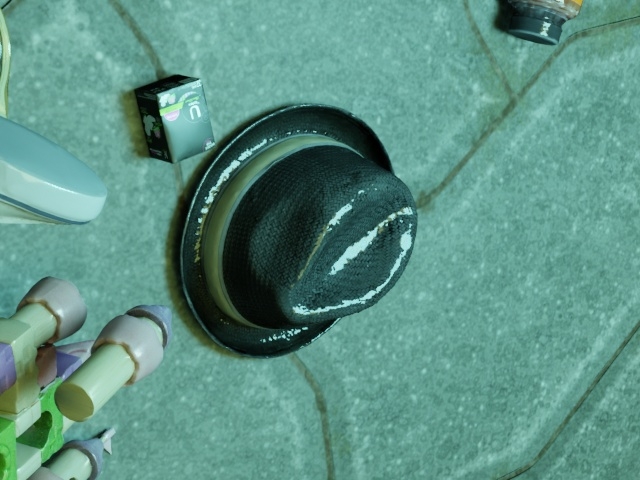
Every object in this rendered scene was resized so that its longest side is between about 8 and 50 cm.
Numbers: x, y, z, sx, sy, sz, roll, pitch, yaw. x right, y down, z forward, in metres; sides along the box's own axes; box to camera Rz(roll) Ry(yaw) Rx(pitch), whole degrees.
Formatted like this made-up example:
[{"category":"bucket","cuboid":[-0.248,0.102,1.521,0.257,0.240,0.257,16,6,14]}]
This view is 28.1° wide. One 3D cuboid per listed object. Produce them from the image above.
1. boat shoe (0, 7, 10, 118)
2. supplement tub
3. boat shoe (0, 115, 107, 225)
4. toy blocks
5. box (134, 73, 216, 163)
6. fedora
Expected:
[{"category":"boat shoe","cuboid":[-0.343,-0.169,1.284,0.049,0.056,0.152,-12,108,-41]},{"category":"supplement tub","cuboid":[0.312,-0.366,1.719,0.106,0.106,0.198,14,92,-40]},{"category":"boat shoe","cuboid":[-0.394,-0.053,1.214,0.367,0.136,0.156,18,112,-30]},{"category":"toy blocks","cuboid":[-0.298,0.167,1.334,0.260,0.309,0.288,-50,147,-59]},{"category":"box","cuboid":[-0.162,-0.137,1.436,0.062,0.052,0.083,-24,116,-30]},{"category":"fedora","cuboid":[0.000,0.000,1.534,0.334,0.152,0.334,-10,107,-36]}]
